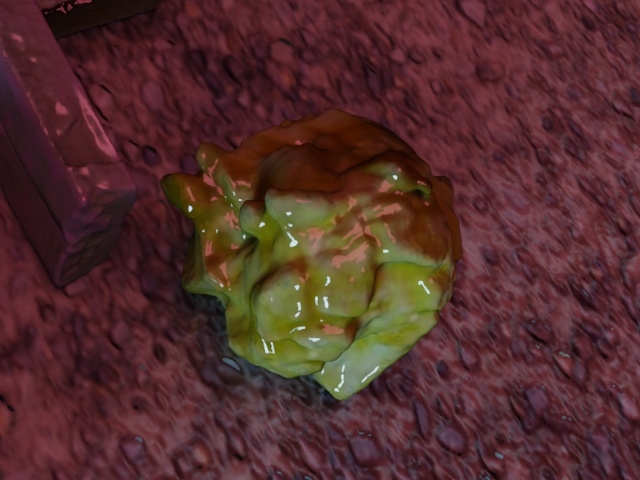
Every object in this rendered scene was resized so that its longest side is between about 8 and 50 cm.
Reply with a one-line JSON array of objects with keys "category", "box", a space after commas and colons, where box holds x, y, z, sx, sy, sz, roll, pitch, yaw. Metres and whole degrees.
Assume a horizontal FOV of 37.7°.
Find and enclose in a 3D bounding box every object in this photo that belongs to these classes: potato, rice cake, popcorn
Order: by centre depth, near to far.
[{"category": "popcorn", "box": [-0.001, 0.001, 0.608, 0.185, 0.187, 0.167, 41, 104, 23]}, {"category": "rice cake", "box": [-0.213, -0.122, 0.627, 0.050, 0.106, 0.298, -22, 77, -36]}, {"category": "potato", "box": [-0.180, -0.199, 0.698, 0.122, 0.061, 0.086, -27, 79, -25]}]
